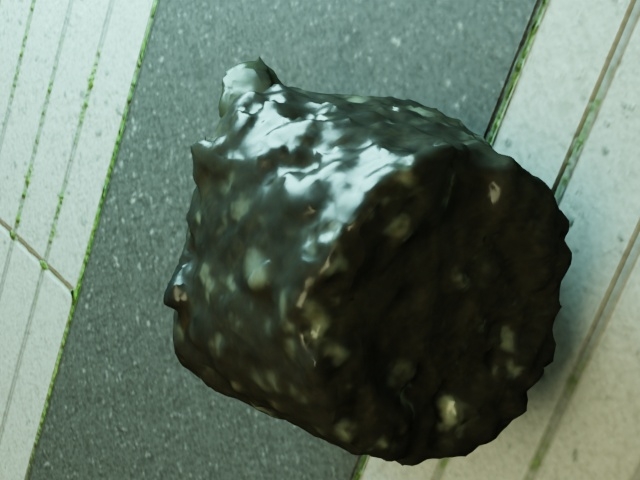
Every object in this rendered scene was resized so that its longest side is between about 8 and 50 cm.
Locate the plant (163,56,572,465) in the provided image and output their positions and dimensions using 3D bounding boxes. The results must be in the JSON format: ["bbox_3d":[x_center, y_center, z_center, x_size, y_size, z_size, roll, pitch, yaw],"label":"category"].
[{"bbox_3d":[0.000,0.000,0.770,0.312,0.213,0.215,32,116,49],"label":"plant"}]
